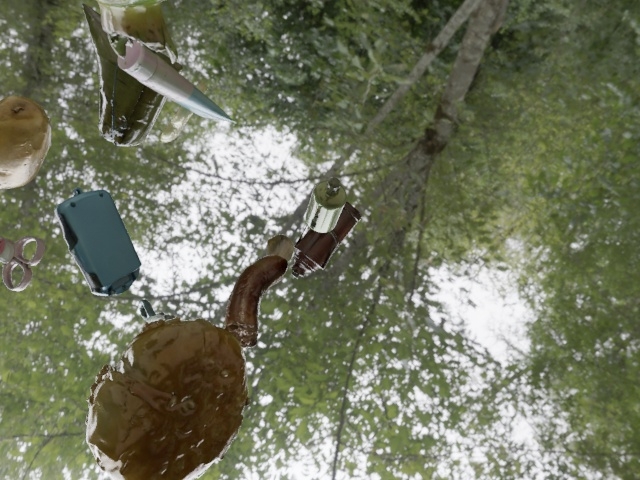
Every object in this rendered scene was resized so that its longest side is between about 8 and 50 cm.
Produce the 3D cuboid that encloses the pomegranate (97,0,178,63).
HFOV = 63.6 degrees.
[{"bbox_3d":[-0.230,-0.373,0.608,0.260,0.341,0.260,4,-133,-5],"label":"pomegranate"}]

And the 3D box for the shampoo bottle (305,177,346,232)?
[{"bbox_3d":[0.016,-0.087,1.177,0.079,0.162,0.079,6,-121,-10],"label":"shampoo bottle"}]

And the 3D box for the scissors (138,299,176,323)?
[{"bbox_3d":[-0.443,0.219,1.404,0.041,0.289,0.138,-16,-91,-33],"label":"scissors"}]

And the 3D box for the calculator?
[{"bbox_3d":[-0.567,0.001,1.327,0.173,0.051,0.293,-40,-66,-58],"label":"calculator"}]

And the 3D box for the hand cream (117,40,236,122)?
[{"bbox_3d":[-0.325,-0.353,1.210,0.111,0.070,0.312,15,175,29],"label":"hand cream"}]

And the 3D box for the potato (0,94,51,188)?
[{"bbox_3d":[-0.499,-0.152,0.817,0.109,0.178,0.118,48,-148,4],"label":"potato"}]

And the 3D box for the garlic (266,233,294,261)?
[{"bbox_3d":[-0.149,0.039,1.959,0.195,0.101,0.087,-101,-15,-60],"label":"garlic"}]

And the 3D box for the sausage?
[{"bbox_3d":[-0.156,0.124,1.215,0.103,0.076,0.302,34,-145,-10],"label":"sausage"}]

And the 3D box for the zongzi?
[{"bbox_3d":[-0.643,-0.494,1.573,0.360,0.323,0.160,36,-163,3],"label":"zongzi"}]

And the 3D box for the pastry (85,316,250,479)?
[{"bbox_3d":[-0.282,0.292,0.950,0.184,0.316,0.284,9,159,46],"label":"pastry"}]

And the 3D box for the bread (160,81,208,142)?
[{"bbox_3d":[-0.381,-0.347,1.432,0.039,0.182,0.251,34,172,-19],"label":"bread"}]

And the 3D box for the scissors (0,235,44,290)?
[{"bbox_3d":[-0.686,0.020,1.122,0.242,0.118,0.030,22,174,32],"label":"scissors"}]

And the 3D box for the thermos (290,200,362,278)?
[{"bbox_3d":[0.003,0.002,1.337,0.099,0.232,0.124,37,176,9],"label":"thermos"}]
